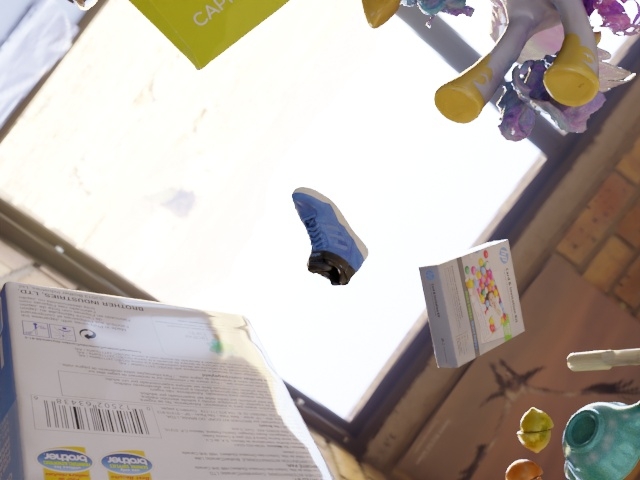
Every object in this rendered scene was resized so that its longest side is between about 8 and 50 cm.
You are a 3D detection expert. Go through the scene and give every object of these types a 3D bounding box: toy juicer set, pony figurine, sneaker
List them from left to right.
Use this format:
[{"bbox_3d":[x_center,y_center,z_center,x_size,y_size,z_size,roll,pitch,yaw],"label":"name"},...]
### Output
[{"bbox_3d":[0.001,0.000,1.093,0.058,0.152,0.084,-14,-146,47],"label":"sneaker"},{"bbox_3d":[0.214,-0.257,0.756,0.303,0.351,0.363,-53,-173,51],"label":"pony figurine"},{"bbox_3d":[0.404,0.292,1.173,0.329,0.089,0.209,-58,-161,-4],"label":"toy juicer set"}]

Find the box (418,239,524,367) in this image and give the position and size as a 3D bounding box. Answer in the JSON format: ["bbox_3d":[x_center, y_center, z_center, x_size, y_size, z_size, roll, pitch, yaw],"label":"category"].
[{"bbox_3d":[0.221,0.087,1.108,0.038,0.145,0.186,-8,-176,43],"label":"box"}]

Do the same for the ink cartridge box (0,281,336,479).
[{"bbox_3d":[-0.144,0.210,0.658,0.395,0.270,0.151,49,-58,54],"label":"ink cartridge box"}]

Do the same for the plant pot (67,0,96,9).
[{"bbox_3d":[-0.201,-0.347,0.565,0.229,0.263,0.263,-49,-171,-2],"label":"plant pot"}]

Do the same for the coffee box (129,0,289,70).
[{"bbox_3d":[-0.127,-0.468,0.852,0.337,0.338,0.334,-33,-141,16],"label":"coffee box"}]
